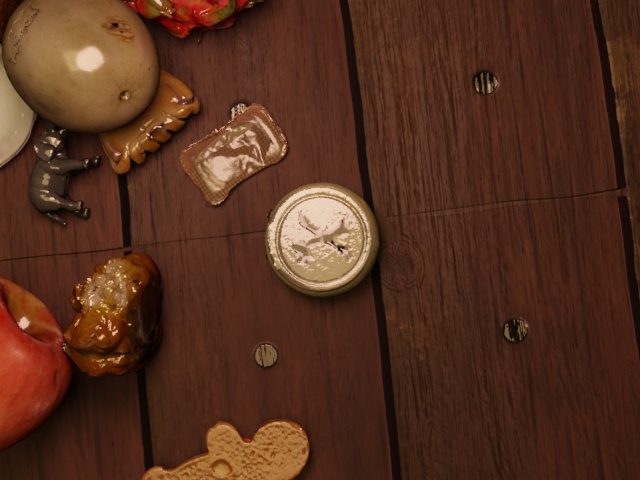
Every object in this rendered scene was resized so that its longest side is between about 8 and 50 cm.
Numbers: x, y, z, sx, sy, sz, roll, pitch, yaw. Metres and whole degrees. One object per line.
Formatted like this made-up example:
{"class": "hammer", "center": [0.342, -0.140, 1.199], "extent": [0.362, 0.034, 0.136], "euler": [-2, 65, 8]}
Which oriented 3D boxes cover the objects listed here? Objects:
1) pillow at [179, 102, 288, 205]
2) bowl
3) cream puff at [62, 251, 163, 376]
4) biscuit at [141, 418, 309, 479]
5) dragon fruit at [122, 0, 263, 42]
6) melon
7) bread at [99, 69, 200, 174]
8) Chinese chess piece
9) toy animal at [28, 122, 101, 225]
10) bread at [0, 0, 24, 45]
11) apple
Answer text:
{"class": "pillow", "center": [-0.175, -0.179, 1.688], "extent": [0.211, 0.034, 0.135], "euler": [-36, 83, 1]}
{"class": "bowl", "center": [-0.742, -0.294, 1.672], "extent": [0.313, 0.146, 0.313], "euler": [-12, 123, -18]}
{"class": "cream puff", "center": [-0.385, 0.152, 1.582], "extent": [0.155, 0.269, 0.241], "euler": [2, 98, 16]}
{"class": "biscuit", "center": [-0.173, 0.470, 1.651], "extent": [0.340, 0.047, 0.216], "euler": [-34, 87, 0]}
{"class": "dragon fruit", "center": [-0.249, -0.525, 1.612], "extent": [0.303, 0.237, 0.231], "euler": [-5, 83, -3]}
{"class": "melon", "center": [-0.456, -0.346, 1.555], "extent": [0.268, 0.268, 0.330], "euler": [-49, 58, 1]}
{"class": "bread", "center": [-0.356, -0.243, 1.684], "extent": [0.225, 0.081, 0.134], "euler": [-38, 79, 4]}
{"class": "Chinese chess piece", "center": [0.000, 0.000, 1.634], "extent": [0.238, 0.092, 0.237], "euler": [0, 88, 6]}
{"class": "toy animal", "center": [-0.521, -0.161, 1.675], "extent": [0.137, 0.082, 0.269], "euler": [7, 102, 6]}
{"class": "bread", "center": [-0.650, -0.602, 1.687], "extent": [0.113, 0.165, 0.416], "euler": [9, 87, 0]}
{"class": "apple", "center": [-0.660, 0.239, 1.546], "extent": [0.364, 0.364, 0.364], "euler": [0, 87, 5]}
